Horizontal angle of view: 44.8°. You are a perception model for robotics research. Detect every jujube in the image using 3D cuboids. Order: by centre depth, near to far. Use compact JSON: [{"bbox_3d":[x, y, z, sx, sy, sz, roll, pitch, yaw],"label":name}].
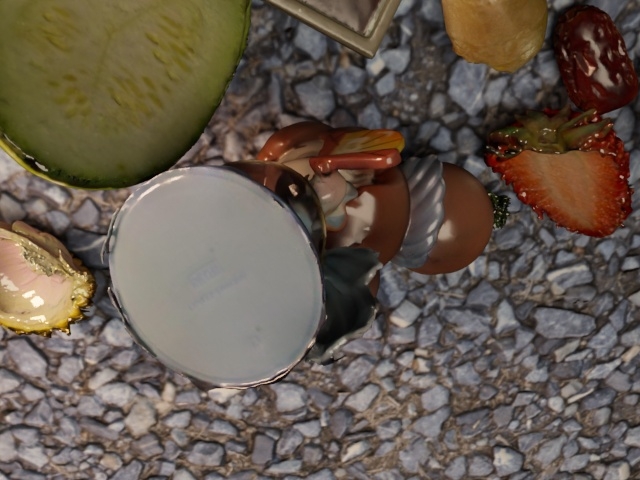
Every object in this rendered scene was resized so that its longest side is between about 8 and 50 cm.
[{"bbox_3d":[0.305,-0.201,0.872,0.077,0.077,0.129,-30,114,7],"label":"jujube"}]

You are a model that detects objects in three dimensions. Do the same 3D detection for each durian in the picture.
[{"bbox_3d":[-0.353,0.015,0.878,0.140,0.078,0.224,-37,108,25],"label":"durian"}]

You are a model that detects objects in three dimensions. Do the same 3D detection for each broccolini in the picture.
[{"bbox_3d":[0.135,-0.057,0.929,0.201,0.058,0.074,22,106,-21],"label":"broccolini"}]

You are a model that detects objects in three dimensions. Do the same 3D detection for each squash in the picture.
[{"bbox_3d":[-0.185,-0.182,0.659,0.210,0.309,0.233,-43,117,14],"label":"squash"}]

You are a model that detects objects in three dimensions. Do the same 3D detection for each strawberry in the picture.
[{"bbox_3d":[0.287,-0.089,0.930,0.167,0.087,0.208,4,153,25],"label":"strawberry"}]

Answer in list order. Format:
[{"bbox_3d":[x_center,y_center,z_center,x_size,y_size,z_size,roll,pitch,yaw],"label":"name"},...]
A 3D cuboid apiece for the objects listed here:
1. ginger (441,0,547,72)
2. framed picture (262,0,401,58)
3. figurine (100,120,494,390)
[{"bbox_3d":[0.214,-0.370,0.719,0.363,0.122,0.348,-35,133,17],"label":"ginger"},{"bbox_3d":[0.024,-0.351,0.734,0.211,0.020,0.289,24,100,-20],"label":"framed picture"},{"bbox_3d":[0.001,-0.001,0.765,0.277,0.388,0.248,-26,98,24],"label":"figurine"}]
